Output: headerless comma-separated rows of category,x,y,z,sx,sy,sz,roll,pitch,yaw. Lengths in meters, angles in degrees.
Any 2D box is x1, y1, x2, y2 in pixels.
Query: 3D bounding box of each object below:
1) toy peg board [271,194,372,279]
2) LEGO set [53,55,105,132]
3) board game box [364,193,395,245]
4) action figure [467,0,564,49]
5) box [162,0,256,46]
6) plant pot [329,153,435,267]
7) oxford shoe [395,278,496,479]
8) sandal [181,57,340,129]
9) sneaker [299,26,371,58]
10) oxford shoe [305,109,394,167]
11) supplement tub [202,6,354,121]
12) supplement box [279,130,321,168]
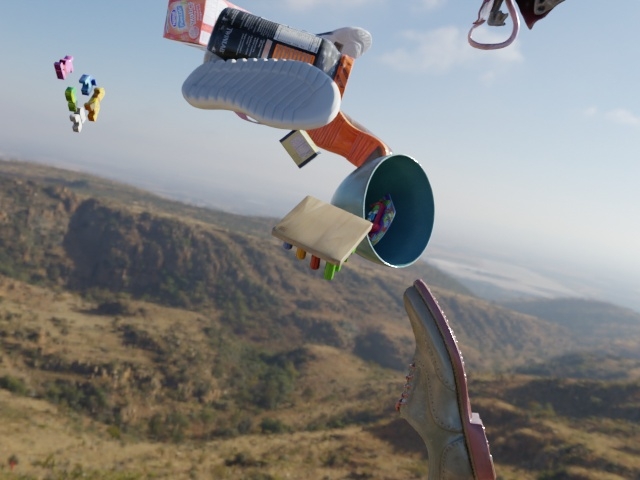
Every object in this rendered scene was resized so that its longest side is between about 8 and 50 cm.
toy peg board,0.000,0.000,1.414,0.161,0.079,0.161,25,39,16
LEGO set,-0.642,-0.406,1.822,0.087,0.227,0.093,11,50,3
board game box,0.138,-0.058,1.763,0.033,0.133,0.168,29,25,-20
action figure,0.480,-0.681,1.596,0.248,0.370,0.275,0,-23,-7
box,-0.333,-0.666,2.080,0.142,0.154,0.300,16,11,25
plant pot,0.139,-0.077,1.762,0.290,0.290,0.195,7,-3,-44
oxford shoe,0.179,0.238,1.097,0.130,0.348,0.123,-17,-14,8
sandal,-0.118,-0.306,1.431,0.416,0.169,0.102,21,-22,34
sneaker,0.013,-0.604,2.041,0.269,0.101,0.153,-19,33,-19
oxford shoe,0.072,-0.310,1.993,0.364,0.130,0.133,42,19,24
supplement tub,-0.101,-0.419,1.628,0.338,0.207,0.207,18,5,-4
supplement box,-0.047,-0.223,1.595,0.083,0.056,0.083,54,11,-4
